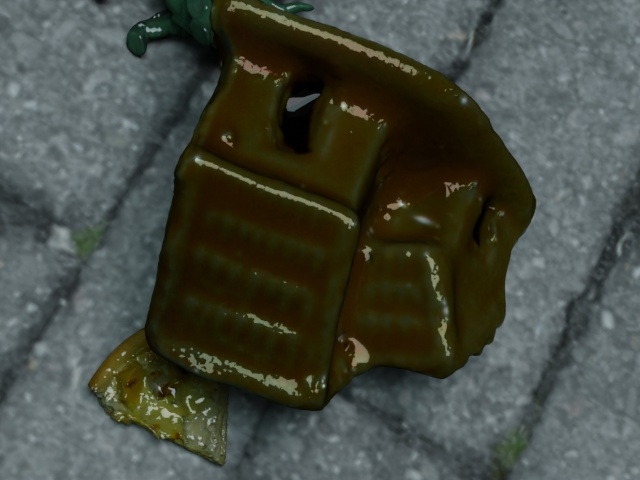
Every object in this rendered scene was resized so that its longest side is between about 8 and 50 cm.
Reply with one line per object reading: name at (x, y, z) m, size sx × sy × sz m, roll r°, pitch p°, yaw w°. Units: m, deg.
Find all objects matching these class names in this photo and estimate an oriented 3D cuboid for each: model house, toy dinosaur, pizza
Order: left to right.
toy dinosaur at (-0.128, -0.210, 1.352) m, size 0.292 × 0.079 × 0.120 m, roll 32°, pitch 58°, yaw -6°
pizza at (-0.088, 0.102, 1.268) m, size 0.123 × 0.026 × 0.108 m, roll -30°, pitch 83°, yaw -25°
model house at (0.011, 0.001, 1.254) m, size 0.268 × 0.173 × 0.239 m, roll 20°, pitch 63°, yaw -4°
